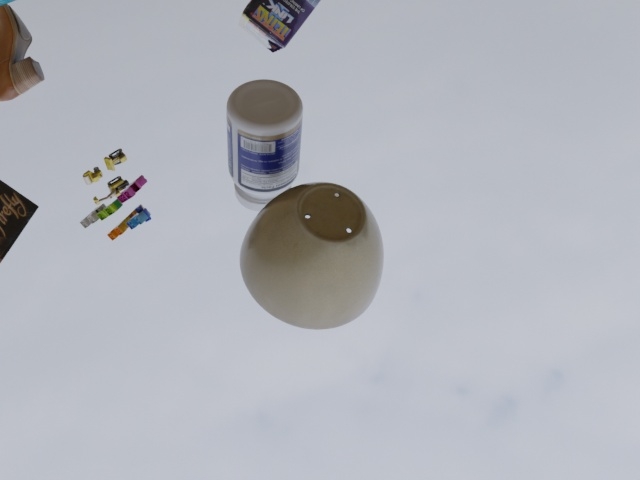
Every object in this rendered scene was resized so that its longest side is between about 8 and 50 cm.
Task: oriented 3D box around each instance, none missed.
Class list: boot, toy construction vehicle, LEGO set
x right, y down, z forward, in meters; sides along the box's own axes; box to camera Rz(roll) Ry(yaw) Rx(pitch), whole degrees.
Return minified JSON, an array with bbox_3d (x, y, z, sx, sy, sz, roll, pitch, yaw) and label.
[{"bbox_3d":[-0.631,-0.355,1.601,0.152,0.073,0.197,-24,-109,3],"label":"boot"},{"bbox_3d":[-0.428,-0.127,1.697,0.098,0.086,0.035,-35,-131,-27],"label":"toy construction vehicle"},{"bbox_3d":[-0.422,-0.069,1.829,0.227,0.087,0.093,-22,-157,46],"label":"LEGO set"}]

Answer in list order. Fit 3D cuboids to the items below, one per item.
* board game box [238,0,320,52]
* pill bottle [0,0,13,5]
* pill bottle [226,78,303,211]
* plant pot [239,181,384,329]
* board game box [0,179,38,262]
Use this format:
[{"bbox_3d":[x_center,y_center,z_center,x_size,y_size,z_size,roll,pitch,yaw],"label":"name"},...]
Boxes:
[{"bbox_3d":[-0.012,-0.237,0.738,0.141,0.048,0.170,-53,-168,6],"label":"board game box"},{"bbox_3d":[-0.595,-0.466,1.424,0.264,0.146,0.146,-10,-151,21],"label":"pill bottle"},{"bbox_3d":[-0.118,-0.189,1.730,0.153,0.265,0.153,3,-128,-4],"label":"pill bottle"},{"bbox_3d":[0.000,0.000,1.572,0.284,0.191,0.284,6,-122,-10],"label":"plant pot"},{"bbox_3d":[-0.463,-0.023,1.026,0.042,0.165,0.243,-44,-160,22],"label":"board game box"}]
